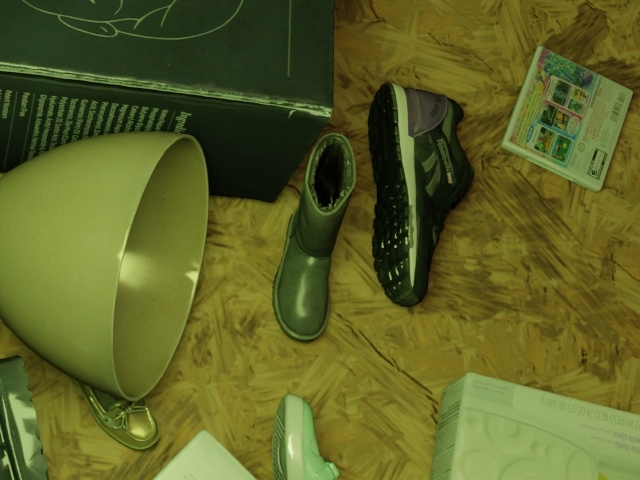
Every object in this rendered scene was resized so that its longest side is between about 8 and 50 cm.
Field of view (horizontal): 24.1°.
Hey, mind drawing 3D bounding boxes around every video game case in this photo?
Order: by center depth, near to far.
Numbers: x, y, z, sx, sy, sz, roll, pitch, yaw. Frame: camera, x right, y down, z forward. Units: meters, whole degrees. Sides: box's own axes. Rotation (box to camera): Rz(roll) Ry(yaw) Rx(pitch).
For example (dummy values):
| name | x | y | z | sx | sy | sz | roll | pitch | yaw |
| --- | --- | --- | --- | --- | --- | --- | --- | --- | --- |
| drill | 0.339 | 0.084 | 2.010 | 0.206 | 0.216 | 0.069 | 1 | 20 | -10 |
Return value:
| name | x | y | z | sx | sy | sz | roll | pitch | yaw |
| --- | --- | --- | --- | --- | --- | --- | --- | --- | --- |
| video game case | 0.322 | -0.159 | 1.958 | 0.143 | 0.019 | 0.157 | 25 | 68 | -6 |

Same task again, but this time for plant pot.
| name | x | y | z | sx | sy | sz | roll | pitch | yaw |
| --- | --- | --- | --- | --- | --- | --- | --- | --- | --- |
| plant pot | -0.253 | 0.010 | 1.584 | 0.191 | 0.284 | 0.284 | 12 | 68 | 11 |

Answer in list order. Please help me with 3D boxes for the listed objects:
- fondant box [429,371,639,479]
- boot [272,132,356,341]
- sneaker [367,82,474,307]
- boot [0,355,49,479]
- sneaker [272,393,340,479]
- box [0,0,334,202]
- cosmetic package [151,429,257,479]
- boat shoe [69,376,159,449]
| name | x | y | z | sx | sy | sz | roll | pitch | yaw |
| --- | --- | --- | --- | --- | --- | --- | --- | --- | --- |
| fondant box | 0.241 | 0.342 | 1.725 | 0.238 | 0.096 | 0.330 | 15 | 70 | -11 |
| boot | -0.002 | 0.001 | 1.708 | 0.076 | 0.208 | 0.190 | 4 | 71 | -14 |
| sneaker | 0.136 | -0.057 | 1.828 | 0.124 | 0.107 | 0.283 | 6 | 70 | -20 |
| boot | -0.478 | 0.324 | 1.454 | 0.445 | 0.146 | 0.367 | -11 | 72 | -19 |
| sneaker | 0.032 | 0.290 | 1.682 | 0.151 | 0.094 | 0.256 | -9 | 84 | -12 |
| box | -0.239 | -0.331 | 1.707 | 0.471 | 0.297 | 0.480 | 6 | 70 | -12 |
| cosmetic package | -0.147 | 0.327 | 1.590 | 0.151 | 0.151 | 0.183 | 45 | 65 | 2 |
| boat shoe | -0.235 | 0.168 | 1.674 | 0.056 | 0.048 | 0.153 | -34 | 83 | -23 |
